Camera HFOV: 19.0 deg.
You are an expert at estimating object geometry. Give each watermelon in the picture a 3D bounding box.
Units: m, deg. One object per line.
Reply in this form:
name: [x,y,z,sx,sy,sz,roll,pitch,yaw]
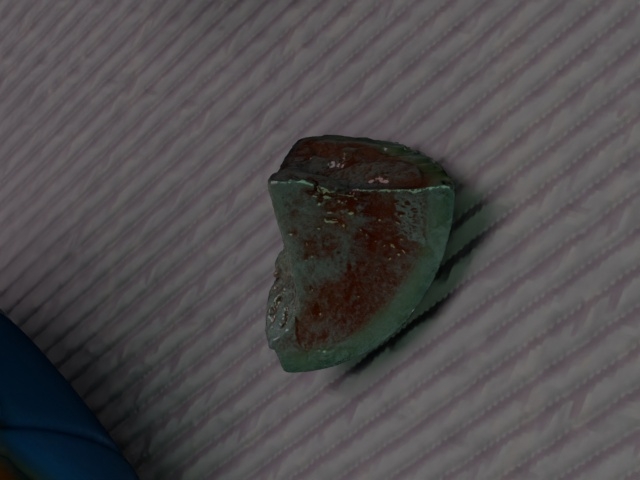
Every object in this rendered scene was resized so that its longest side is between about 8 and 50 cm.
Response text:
watermelon: [0.000,0.000,0.604,0.085,0.061,0.085,-27,48,34]

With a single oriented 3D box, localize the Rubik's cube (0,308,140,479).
Rubik's cube: [-0.195,0.096,0.713,0.254,0.254,0.254,-24,57,44]
